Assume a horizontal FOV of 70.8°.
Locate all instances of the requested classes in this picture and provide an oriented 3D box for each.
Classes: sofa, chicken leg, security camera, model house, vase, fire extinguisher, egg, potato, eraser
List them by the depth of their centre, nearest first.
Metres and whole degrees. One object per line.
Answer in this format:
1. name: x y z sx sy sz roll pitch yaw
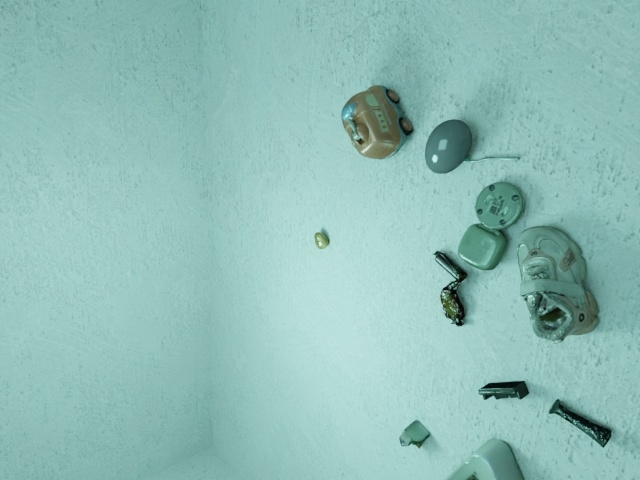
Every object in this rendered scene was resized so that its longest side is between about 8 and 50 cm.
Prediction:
1. vase: 0.802 0.563 1.395 0.167 0.059 0.059 29 120 43
2. security camera: 0.575 -0.048 1.510 0.157 0.080 0.302 36 115 42
3. egg: 0.437 -0.320 1.548 0.146 0.146 0.199 47 139 33
4. sofa: 0.636 0.533 1.566 0.147 0.085 0.060 -26 76 49
5. eraser: 0.609 0.880 1.634 0.331 0.150 0.331 13 107 48
6. chicken leg: 0.490 0.208 1.656 0.106 0.051 0.253 33 140 48
7. fire extinguisher: 0.474 0.086 1.676 0.157 0.045 0.078 48 170 33
8. model house: 0.394 0.845 1.920 0.088 0.100 0.100 41 129 34
9. potato: 0.000 0.000 2.219 0.068 0.062 0.083 -30 105 22

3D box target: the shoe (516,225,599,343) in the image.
1. shoe: 0.679 0.127 1.325 0.172 0.198 0.351 -35 73 47

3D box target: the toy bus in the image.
1. toy bus: 0.194 -0.452 1.747 0.194 0.232 0.288 -35 74 51

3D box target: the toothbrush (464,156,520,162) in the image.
1. toothbrush: 0.567 -0.270 1.507 0.204 0.017 0.022 11 127 49
